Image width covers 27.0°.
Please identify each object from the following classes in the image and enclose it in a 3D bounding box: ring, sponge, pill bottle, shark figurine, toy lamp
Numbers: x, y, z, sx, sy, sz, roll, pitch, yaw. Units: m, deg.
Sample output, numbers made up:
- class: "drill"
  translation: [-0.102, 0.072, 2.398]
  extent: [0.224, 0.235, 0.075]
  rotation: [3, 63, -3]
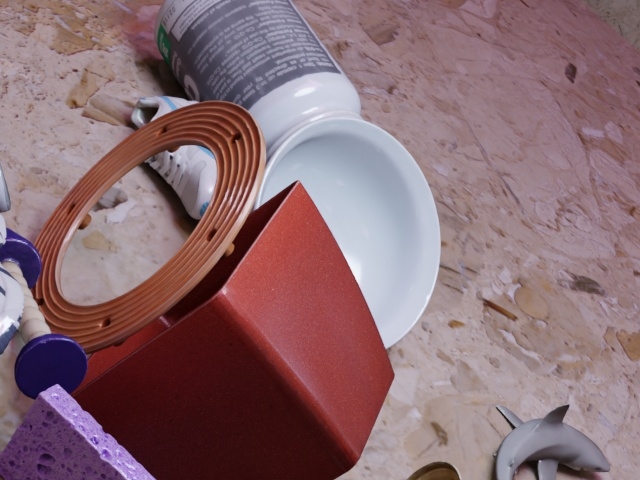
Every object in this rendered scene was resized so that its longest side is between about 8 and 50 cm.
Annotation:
- class: "ring"
  translation: [-0.190, -0.013, 1.421]
  extent: [0.032, 0.337, 0.336]
  rotation: [47, 23, -34]
- class: "sponge"
  translation: [-0.206, 0.246, 1.251]
  extent: [0.210, 0.117, 0.031]
  rotation: [43, 31, 9]
- class: "pill bottle"
  translation: [-0.071, -0.209, 1.880]
  extent: [0.204, 0.204, 0.361]
  rotation: [-1, 48, -45]
- class: "shark figurine"
  translation: [0.284, 0.265, 1.723]
  extent: [0.166, 0.116, 0.278]
  rotation: [46, 31, 15]
- class: "toy lamp"
  translation: [-0.306, 0.064, 1.365]
  extent: [0.080, 0.080, 0.274]
  rotation: [15, 20, -32]

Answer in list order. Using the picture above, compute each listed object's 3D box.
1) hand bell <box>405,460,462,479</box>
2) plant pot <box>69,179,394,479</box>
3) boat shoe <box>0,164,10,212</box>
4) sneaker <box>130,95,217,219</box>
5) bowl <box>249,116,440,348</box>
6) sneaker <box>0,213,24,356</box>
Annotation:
- class: "hand bell"
  translation: [0.198, 0.368, 1.535]
  extent: [0.242, 0.126, 0.126]
  rotation: [38, 30, -23]
- class: "plant pot"
  translation: [-0.077, 0.142, 1.399]
  extent: [0.236, 0.267, 0.267]
  rotation: [49, 30, -10]
- class: "boat shoe"
  translation: [-0.458, -0.145, 1.521]
  extent: [0.103, 0.118, 0.320]
  rotation: [-32, 72, -18]
- class: "sneaker"
  translation: [-0.189, -0.107, 1.759]
  extent: [0.092, 0.087, 0.228]
  rotation: [8, 35, -29]
- class: "bowl"
  translation: [0.000, 0.000, 1.685]
  extent: [0.298, 0.134, 0.297]
  rotation: [5, 82, -38]
- class: "sneaker"
  translation: [-0.376, 0.022, 1.279]
  extent: [0.153, 0.094, 0.235]
  rotation: [27, 30, -34]
